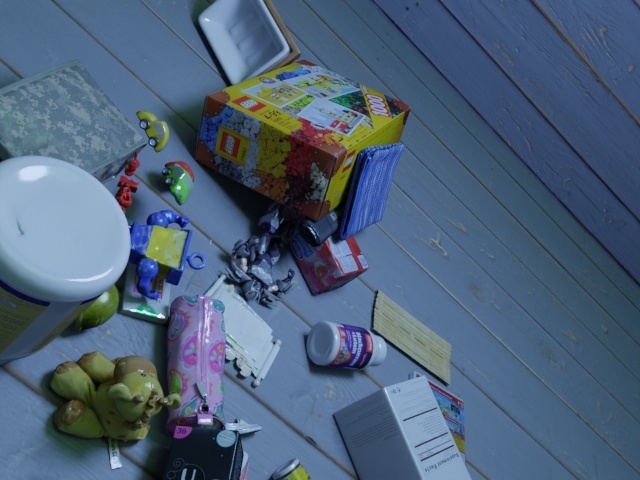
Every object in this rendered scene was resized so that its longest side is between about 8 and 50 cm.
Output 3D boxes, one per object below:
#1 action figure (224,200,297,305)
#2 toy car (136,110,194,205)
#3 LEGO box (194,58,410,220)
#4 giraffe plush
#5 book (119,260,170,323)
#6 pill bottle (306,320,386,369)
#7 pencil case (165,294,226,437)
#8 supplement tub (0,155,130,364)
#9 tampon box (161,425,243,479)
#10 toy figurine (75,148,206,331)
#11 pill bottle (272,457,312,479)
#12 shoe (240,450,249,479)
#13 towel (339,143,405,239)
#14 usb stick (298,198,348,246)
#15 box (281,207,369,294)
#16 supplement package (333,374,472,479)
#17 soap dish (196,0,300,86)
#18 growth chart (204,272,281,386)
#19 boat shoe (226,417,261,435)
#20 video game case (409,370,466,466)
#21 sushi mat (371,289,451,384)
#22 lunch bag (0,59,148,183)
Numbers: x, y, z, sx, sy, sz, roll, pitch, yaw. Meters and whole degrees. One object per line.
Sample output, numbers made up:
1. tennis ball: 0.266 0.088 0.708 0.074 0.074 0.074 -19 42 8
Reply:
1. action figure: -0.133 0.037 1.678 0.185 0.099 0.285 50 38 -33
2. toy car: -0.320 -0.159 1.522 0.225 0.053 0.239 60 -5 46
3. LEGO box: -0.031 -0.291 1.854 0.373 0.193 0.500 27 33 15
4. giraffe plush: -0.343 0.270 1.194 0.181 0.170 0.210 -16 74 -52
5. book: -0.363 0.097 1.436 0.096 0.035 0.144 19 49 -30
6. pill bottle: 0.070 0.264 1.707 0.193 0.108 0.108 16 50 -40
7. pencil case: -0.244 0.248 1.366 0.124 0.124 0.284 24 45 -34
8. supplement tub: -0.480 0.046 1.090 0.241 0.331 0.241 29 43 -31
9. tampon box: -0.211 0.428 1.229 0.120 0.101 0.161 3 47 4
10. toy figurine: -0.326 0.025 1.365 0.217 0.191 0.362 21 50 -21
11. pill bottle: -0.043 0.514 1.417 0.116 0.065 0.065 57 36 3
12. shoe: -0.163 0.493 1.307 0.081 0.063 0.178 44 43 -15
13. towel: 0.145 -0.138 1.851 0.040 0.243 0.336 20 18 18
14. usb stick: 0.029 -0.064 1.772 0.077 0.045 0.278 51 36 -2
15. box: 0.000 0.000 1.832 0.128 0.123 0.256 -11 70 -52
16. supplement package: 0.195 0.492 1.600 0.175 0.177 0.293 -2 63 -49
17. soap dish: -0.205 -0.595 2.021 0.290 0.229 0.118 62 20 11
18. growth chart: -0.185 0.201 1.552 0.237 0.021 0.172 50 37 -5
19. boat shoe: -0.165 0.382 1.417 0.100 0.035 0.035 3 61 -39
20. video game case: 0.313 0.514 1.843 0.204 0.025 0.285 34 41 -24
21. sushi mat: 0.266 0.279 1.986 0.316 0.019 0.151 37 40 -20
22. lunch bag: -0.531 -0.200 1.375 0.235 0.169 0.287 50 32 -6
